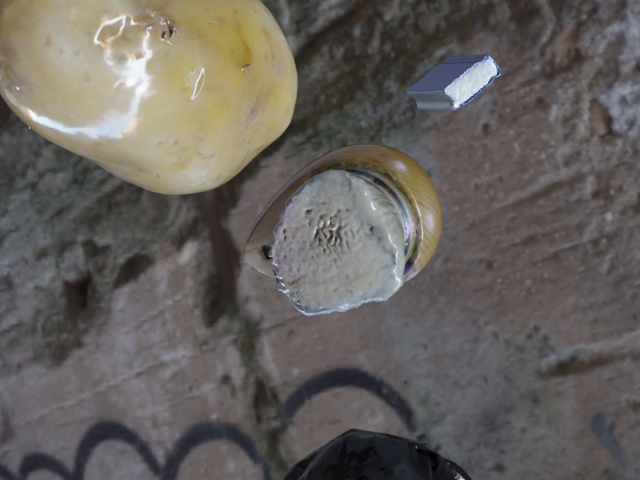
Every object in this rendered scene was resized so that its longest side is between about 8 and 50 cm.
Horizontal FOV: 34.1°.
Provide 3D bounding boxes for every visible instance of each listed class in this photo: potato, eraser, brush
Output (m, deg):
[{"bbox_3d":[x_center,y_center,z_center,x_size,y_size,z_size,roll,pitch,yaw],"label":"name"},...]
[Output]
[{"bbox_3d":[-0.086,-0.088,0.519,0.178,0.118,0.109,22,-177,-45],"label":"potato"},{"bbox_3d":[0.133,-0.159,1.048,0.063,0.027,0.085,-39,-161,-12],"label":"eraser"},{"bbox_3d":[0.000,0.000,1.200,0.267,0.174,0.166,-19,-170,34],"label":"brush"}]

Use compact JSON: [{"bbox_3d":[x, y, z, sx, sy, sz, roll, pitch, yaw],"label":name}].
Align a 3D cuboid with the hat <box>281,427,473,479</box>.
[{"bbox_3d":[0.032,0.187,0.619,0.266,0.128,0.265,6,147,4],"label":"hat"}]
